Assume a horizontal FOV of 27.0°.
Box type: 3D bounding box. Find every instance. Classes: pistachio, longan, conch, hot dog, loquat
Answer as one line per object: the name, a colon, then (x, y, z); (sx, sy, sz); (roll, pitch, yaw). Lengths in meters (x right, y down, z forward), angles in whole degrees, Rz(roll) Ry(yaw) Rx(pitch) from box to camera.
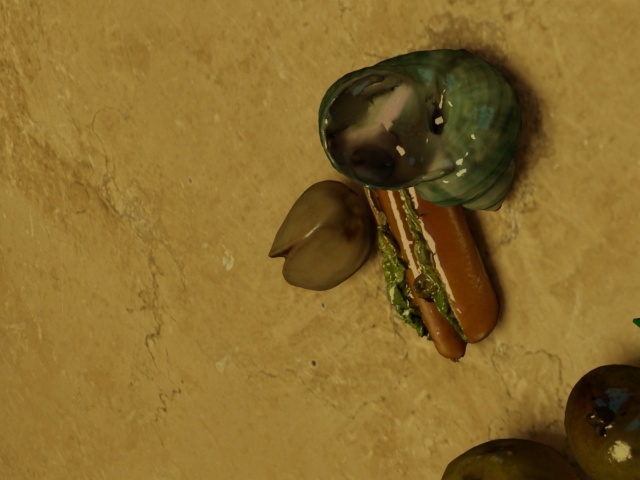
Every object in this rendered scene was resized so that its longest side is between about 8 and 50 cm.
pistachio: (0.000, 0.000, 1.837); (0.129, 0.131, 0.206); (64, 146, 16)
longan: (0.348, 0.213, 1.516); (0.155, 0.176, 0.145); (9, 75, 46)
conch: (0.133, -0.127, 1.574); (0.277, 0.220, 0.195); (40, 153, -31)
hot dog: (0.131, -0.002, 1.709); (0.135, 0.100, 0.337); (-17, 94, 50)
loquat: (0.251, 0.364, 1.681); (0.213, 0.213, 0.246); (18, 160, 43)

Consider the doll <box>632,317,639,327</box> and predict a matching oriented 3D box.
doll: (0.428, 0.095, 1.419); (0.186, 0.106, 0.134); (-53, 47, 47)
